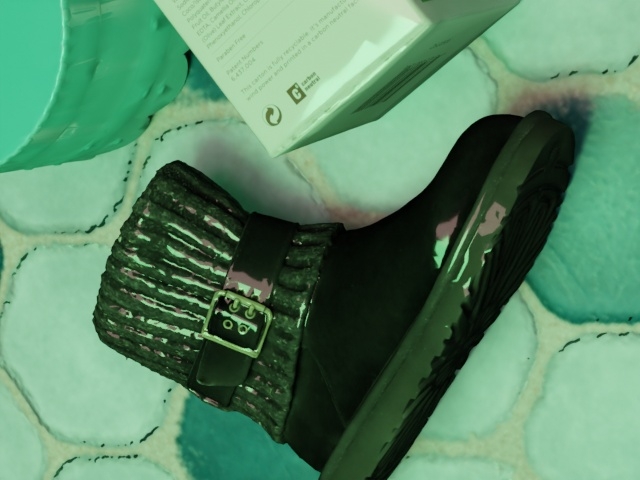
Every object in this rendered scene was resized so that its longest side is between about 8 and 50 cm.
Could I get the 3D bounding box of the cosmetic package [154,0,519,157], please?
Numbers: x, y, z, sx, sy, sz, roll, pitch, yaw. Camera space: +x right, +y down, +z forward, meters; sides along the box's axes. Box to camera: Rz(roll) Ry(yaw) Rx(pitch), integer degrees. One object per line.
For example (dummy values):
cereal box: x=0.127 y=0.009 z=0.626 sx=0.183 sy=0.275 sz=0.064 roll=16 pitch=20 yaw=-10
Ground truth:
cosmetic package: x=-0.055 y=-0.252 z=1.329 sx=0.155 sy=0.197 sz=0.365 roll=-39 pitch=85 yaw=26

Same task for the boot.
boot: x=-0.002 y=0.002 z=1.394 sx=0.260 sy=0.131 sz=0.348 roll=36 pitch=114 yaw=13

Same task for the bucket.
bucket: x=-0.242 y=-0.176 z=1.435 sx=0.281 sy=0.183 sz=0.281 roll=5 pitch=103 yaw=24
